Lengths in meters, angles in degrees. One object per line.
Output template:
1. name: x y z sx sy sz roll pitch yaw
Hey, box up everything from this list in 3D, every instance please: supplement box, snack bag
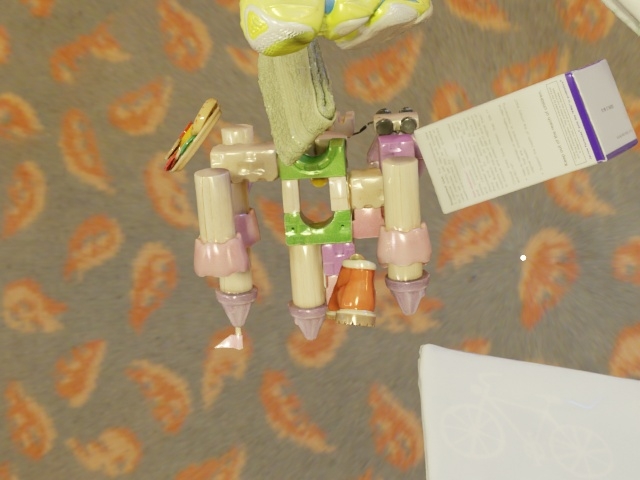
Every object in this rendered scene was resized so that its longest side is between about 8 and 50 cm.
1. supplement box: 0.240 -0.121 1.749 0.220 0.111 0.114 -20 93 34
2. snack bag: 0.210 0.222 0.989 0.323 0.037 0.343 9 47 -13

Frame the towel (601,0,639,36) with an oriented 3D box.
1. towel: 0.316 -0.390 1.357 0.374 0.090 0.320 41 91 -9

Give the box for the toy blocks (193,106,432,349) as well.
1. toy blocks: 0.000 0.000 1.858 0.288 0.309 0.260 -4 108 3

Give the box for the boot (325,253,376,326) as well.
1. boot: 0.041 0.058 1.765 0.059 0.158 0.085 4 87 -7

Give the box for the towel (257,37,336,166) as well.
1. towel: -0.029 -0.166 1.623 0.027 0.110 0.148 4 59 -33

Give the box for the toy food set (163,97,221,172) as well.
1. toy food set: -0.123 -0.099 1.422 0.020 0.083 0.083 36 87 -8

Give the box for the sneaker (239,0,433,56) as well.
1. sneaker: 0.012 -0.243 1.371 0.091 0.240 0.126 -22 85 38
